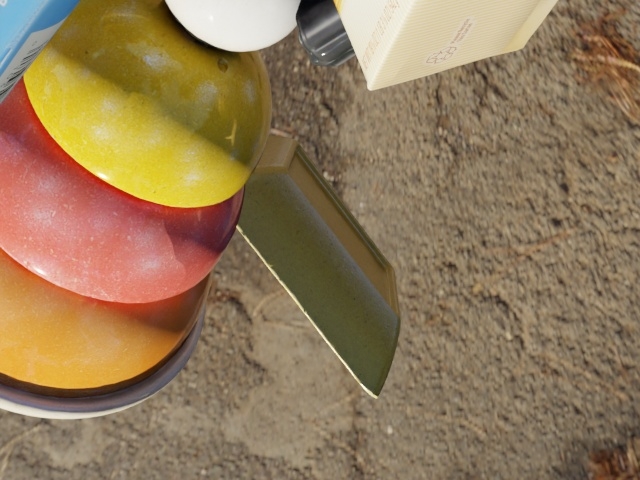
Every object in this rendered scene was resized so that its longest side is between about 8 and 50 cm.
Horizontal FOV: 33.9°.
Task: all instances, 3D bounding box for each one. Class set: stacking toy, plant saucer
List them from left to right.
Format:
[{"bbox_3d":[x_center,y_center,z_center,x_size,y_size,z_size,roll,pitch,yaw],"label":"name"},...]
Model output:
[{"bbox_3d":[-0.152,-0.094,0.879,0.351,0.350,0.480,37,130,-13],"label":"stacking toy"},{"bbox_3d":[0.000,0.000,1.339,0.081,0.333,0.332,-36,100,10],"label":"plant saucer"}]

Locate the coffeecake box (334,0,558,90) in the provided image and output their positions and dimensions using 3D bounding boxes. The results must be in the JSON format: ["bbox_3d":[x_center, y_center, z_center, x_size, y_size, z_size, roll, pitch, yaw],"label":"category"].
[{"bbox_3d":[0.027,-0.167,0.340,0.068,0.142,0.185,-17,76,-16],"label":"coffeecake box"}]

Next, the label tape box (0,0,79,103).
[{"bbox_3d":[-0.277,-0.226,0.544,0.348,0.115,0.249,40,108,-9],"label":"label tape box"}]

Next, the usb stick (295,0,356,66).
[{"bbox_3d":[0.096,-0.184,0.603,0.278,0.077,0.045,-25,129,35],"label":"usb stick"}]
